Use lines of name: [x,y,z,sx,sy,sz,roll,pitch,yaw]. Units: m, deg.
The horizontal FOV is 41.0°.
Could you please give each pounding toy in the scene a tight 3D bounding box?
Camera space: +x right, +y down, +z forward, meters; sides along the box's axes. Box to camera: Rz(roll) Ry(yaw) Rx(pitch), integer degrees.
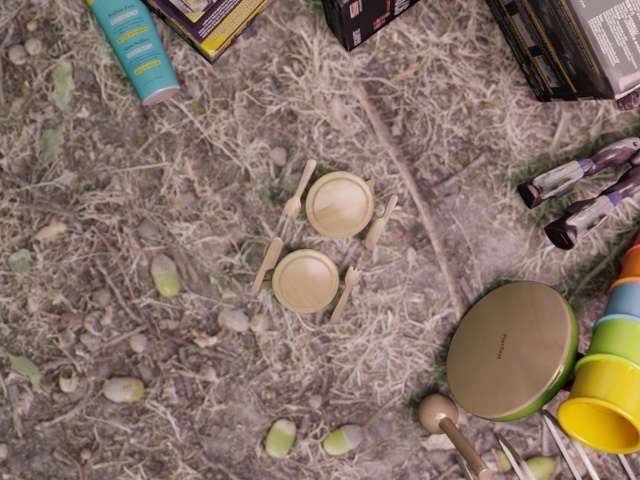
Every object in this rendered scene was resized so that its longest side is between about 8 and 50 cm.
pounding toy: [0.246,0.176,1.063,0.110,0.183,0.237,34,90,-30]

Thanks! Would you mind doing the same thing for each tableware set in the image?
tableware set: [0.000,0.000,1.095,0.128,0.039,0.194,22,101,-14]

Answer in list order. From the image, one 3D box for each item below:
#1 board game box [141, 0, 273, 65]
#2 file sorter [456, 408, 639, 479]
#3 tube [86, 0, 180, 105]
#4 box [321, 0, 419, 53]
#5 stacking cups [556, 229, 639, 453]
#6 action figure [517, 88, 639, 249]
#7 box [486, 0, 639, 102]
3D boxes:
board game box: [-0.127,-0.325,1.047,0.141,0.048,0.170,43,83,-5]
file sorter: [0.326,0.296,1.047,0.278,0.193,0.173,-29,92,2]
tube: [-0.241,-0.271,1.068,0.080,0.052,0.207,-26,88,-9]
box: [0.083,-0.307,0.976,0.175,0.220,0.051,-36,87,2]
stacking cups: [0.369,0.090,0.996,0.096,0.096,0.316,35,58,-3]
action figure: [0.393,-0.099,1.057,0.285,0.099,0.185,-33,79,-2]
box: [0.217,-0.339,0.917,0.097,0.318,0.395,-28,96,6]
